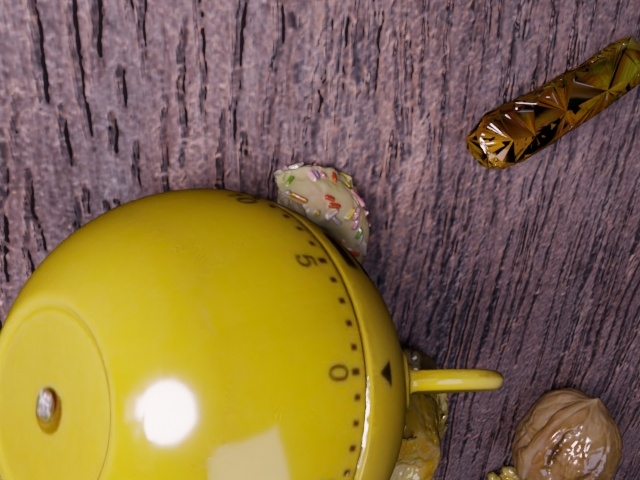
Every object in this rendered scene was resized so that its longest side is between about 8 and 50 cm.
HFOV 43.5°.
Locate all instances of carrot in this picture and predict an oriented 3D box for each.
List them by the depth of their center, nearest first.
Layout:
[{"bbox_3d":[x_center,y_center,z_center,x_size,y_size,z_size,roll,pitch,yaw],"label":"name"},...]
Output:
[{"bbox_3d":[0.264,-0.151,0.881,0.228,0.069,0.069,-31,133,-11],"label":"carrot"}]

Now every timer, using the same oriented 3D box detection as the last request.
[{"bbox_3d":[-0.073,0.127,0.705,0.386,0.376,0.376,9,118,-51],"label":"timer"}]

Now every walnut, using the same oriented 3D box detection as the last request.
[{"bbox_3d":[0.378,0.312,1.225,0.155,0.155,0.184,12,112,-37],"label":"walnut"}]

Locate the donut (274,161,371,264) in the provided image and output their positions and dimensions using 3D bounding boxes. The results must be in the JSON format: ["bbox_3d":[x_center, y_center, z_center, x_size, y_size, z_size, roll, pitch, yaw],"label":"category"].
[{"bbox_3d":[0.004,-0.003,0.824,0.108,0.065,0.166,-14,129,-24],"label":"donut"}]

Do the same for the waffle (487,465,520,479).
[{"bbox_3d":[0.316,0.452,1.364,0.192,0.046,0.161,25,107,-40],"label":"waffle"}]

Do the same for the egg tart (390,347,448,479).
[{"bbox_3d":[0.061,0.269,1.027,0.294,0.116,0.295,-17,128,-23],"label":"egg tart"}]
